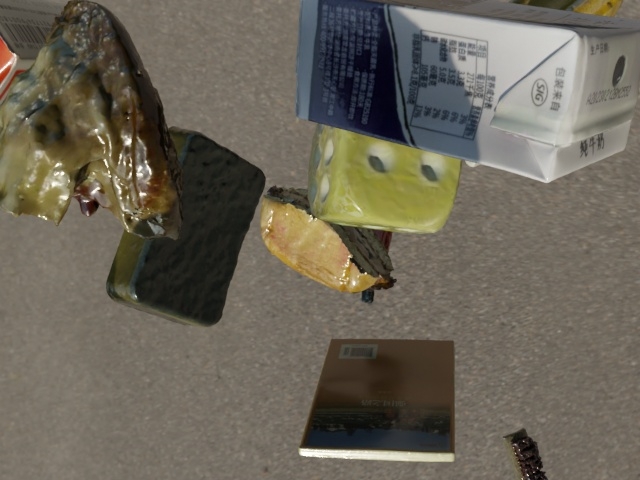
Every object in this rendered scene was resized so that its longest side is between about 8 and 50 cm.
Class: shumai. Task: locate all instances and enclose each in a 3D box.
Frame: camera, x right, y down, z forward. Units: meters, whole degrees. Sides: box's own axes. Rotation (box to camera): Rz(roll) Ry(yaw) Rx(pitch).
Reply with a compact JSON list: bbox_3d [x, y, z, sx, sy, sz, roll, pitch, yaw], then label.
[{"bbox_3d":[-0.134,-0.070,0.462,0.123,0.105,0.139,-172,82,-80],"label":"shumai"}]

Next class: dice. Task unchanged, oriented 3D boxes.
[{"bbox_3d":[0.083,-0.101,1.063,0.166,0.169,0.169,177,101,-75],"label":"dice"}]

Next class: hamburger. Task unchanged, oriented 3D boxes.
[{"bbox_3d":[0.000,0.000,1.564,0.245,0.155,0.282,-26,88,35],"label":"hamburger"}]

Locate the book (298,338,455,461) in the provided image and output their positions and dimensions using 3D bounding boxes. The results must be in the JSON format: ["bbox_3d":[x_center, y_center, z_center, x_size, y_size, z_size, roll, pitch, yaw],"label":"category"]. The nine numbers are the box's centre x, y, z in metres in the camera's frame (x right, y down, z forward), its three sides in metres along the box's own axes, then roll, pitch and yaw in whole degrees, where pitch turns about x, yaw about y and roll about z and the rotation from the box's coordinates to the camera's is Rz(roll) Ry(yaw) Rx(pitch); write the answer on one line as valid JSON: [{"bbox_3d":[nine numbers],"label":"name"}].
[{"bbox_3d":[0.120,0.285,1.463,0.263,0.374,0.028,1,113,10],"label":"book"}]

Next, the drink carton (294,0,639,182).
[{"bbox_3d":[0.106,-0.125,0.570,0.222,0.134,0.101,20,115,36],"label":"drink carton"}]

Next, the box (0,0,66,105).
[{"bbox_3d":[-0.323,-0.178,0.815,0.133,0.182,0.099,-38,89,18],"label":"box"}]

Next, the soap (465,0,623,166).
[{"bbox_3d":[0.220,-0.194,0.814,0.073,0.232,0.140,38,153,23],"label":"soap"}]

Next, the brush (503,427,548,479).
[{"bbox_3d":[0.313,0.387,1.086,0.036,0.043,0.247,155,99,-69],"label":"brush"}]

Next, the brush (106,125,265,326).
[{"bbox_3d":[-0.138,-0.012,0.834,0.059,0.123,0.197,8,76,44],"label":"brush"}]

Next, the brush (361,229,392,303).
[{"bbox_3d":[0.121,-0.019,1.695,0.070,0.051,0.323,-3,67,27],"label":"brush"}]
